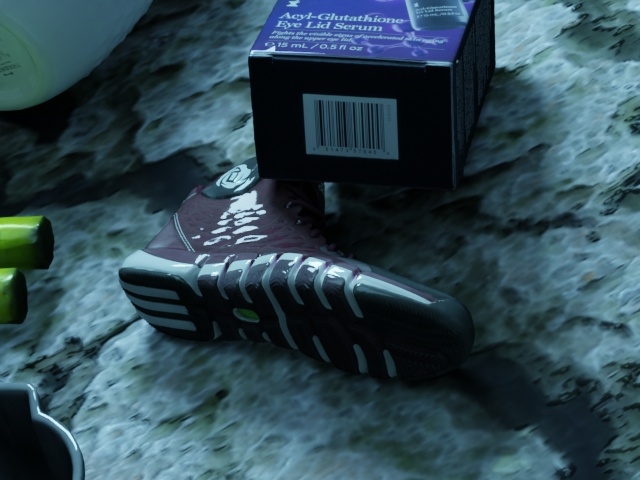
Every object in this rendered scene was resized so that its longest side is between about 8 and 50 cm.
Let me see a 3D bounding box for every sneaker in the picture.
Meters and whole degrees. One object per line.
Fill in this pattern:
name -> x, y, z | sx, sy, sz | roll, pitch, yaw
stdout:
sneaker -> 0.000, 0.000, 1.460 | 0.281, 0.106, 0.162 | 10, 52, 25

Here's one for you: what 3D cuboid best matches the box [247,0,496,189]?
box -> 0.044, -0.136, 1.504 | 0.153, 0.108, 0.207 | 3, 33, 11

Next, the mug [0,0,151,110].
mug -> -0.284, -0.285, 1.688 | 0.374, 0.276, 0.328 | -1, 55, 33

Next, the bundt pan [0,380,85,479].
bundt pan -> -0.290, 0.244, 1.334 | 0.331, 0.124, 0.330 | -9, 49, 10

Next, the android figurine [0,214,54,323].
android figurine -> -0.347, 0.030, 1.520 | 0.273, 0.056, 0.248 | -4, 28, 8
